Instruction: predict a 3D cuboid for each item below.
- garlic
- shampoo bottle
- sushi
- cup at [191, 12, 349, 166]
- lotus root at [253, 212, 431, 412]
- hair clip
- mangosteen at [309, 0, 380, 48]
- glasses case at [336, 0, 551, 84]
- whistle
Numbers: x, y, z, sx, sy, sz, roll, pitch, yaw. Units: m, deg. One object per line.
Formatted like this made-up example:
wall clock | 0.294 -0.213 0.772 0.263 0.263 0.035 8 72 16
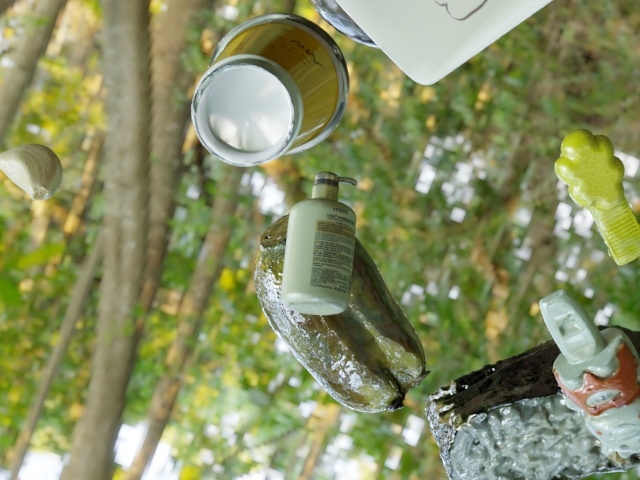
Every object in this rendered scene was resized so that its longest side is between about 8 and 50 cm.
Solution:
garlic | -0.290 -0.072 1.606 0.053 0.041 0.083 -23 -138 -24
shampoo bottle | 0.000 0.000 1.796 0.079 0.162 0.079 5 166 1
sushi | 0.335 0.246 2.276 0.350 0.211 0.171 -20 -147 9
cup | -0.071 -0.187 2.047 0.196 0.196 0.279 22 -162 3
lotus root | 0.019 0.092 1.983 0.275 0.152 0.160 57 179 -11
hair clip | 0.316 -0.049 1.769 0.173 0.072 0.046 62 177 -29
mangosteen | 0.070 -0.281 1.437 0.192 0.192 0.217 18 -148 -11
glasses case | 0.112 -0.218 1.165 0.131 0.070 0.313 45 158 -6
whistle | 0.341 0.165 1.889 0.253 0.102 0.106 58 172 -16
